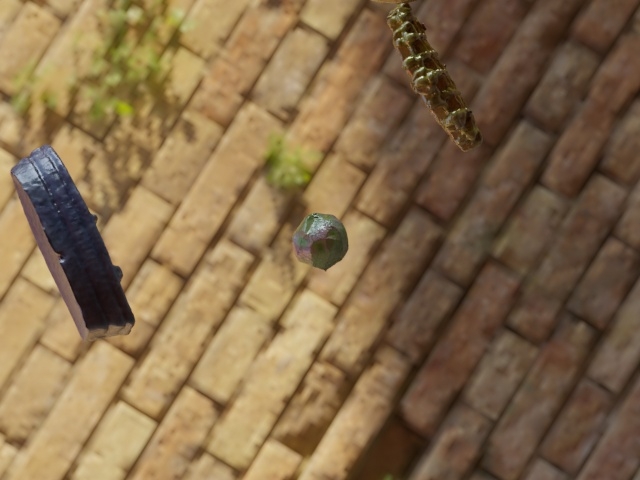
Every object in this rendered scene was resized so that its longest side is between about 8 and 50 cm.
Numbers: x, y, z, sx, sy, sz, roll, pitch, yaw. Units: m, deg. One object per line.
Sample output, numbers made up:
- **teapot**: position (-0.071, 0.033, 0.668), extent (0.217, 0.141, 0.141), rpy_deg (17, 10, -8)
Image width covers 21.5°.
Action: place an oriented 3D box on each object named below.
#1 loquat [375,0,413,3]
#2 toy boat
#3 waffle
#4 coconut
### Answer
- **loquat**: position (0.095, -0.357, 1.957), extent (0.172, 0.204, 0.149), rpy_deg (-49, -37, 3)
- **toy boat**: position (-0.333, 0.003, 2.258), extent (0.078, 0.283, 0.127), rpy_deg (-24, -10, -16)
- **waffle**: position (0.143, -0.214, 2.152), extent (0.046, 0.160, 0.192), rpy_deg (-30, 53, 14)
- **coconut**: position (0.000, 0.000, 2.314), extent (0.083, 0.081, 0.082), rpy_deg (-28, 23, -17)
